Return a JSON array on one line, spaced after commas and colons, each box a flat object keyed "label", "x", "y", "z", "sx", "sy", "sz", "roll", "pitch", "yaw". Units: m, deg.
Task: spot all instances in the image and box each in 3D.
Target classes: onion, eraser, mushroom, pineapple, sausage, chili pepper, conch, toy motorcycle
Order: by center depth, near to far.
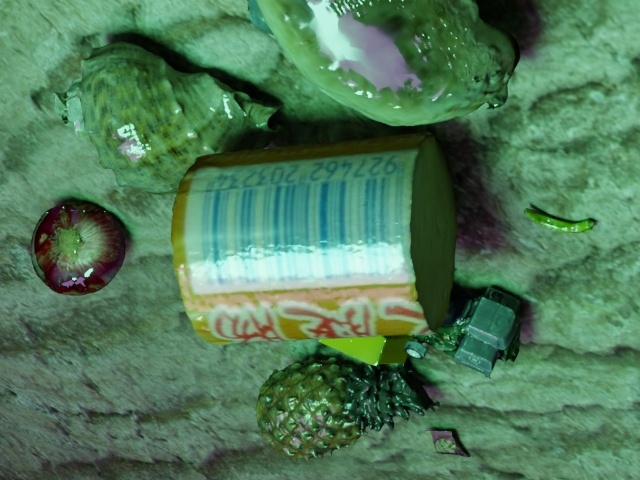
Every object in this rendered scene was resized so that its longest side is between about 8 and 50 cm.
[{"label": "mushroom", "x": 0.048, "y": -0.246, "z": 1.249, "sx": 0.247, "sy": 0.130, "sz": 0.344, "roll": -9, "pitch": 124, "yaw": 34}, {"label": "sausage", "x": 0.000, "y": 0.000, "z": 1.508, "sx": 0.287, "sy": 0.233, "sz": 0.233, "roll": -5, "pitch": 136, "yaw": 18}, {"label": "chili pepper", "x": 0.276, "y": -0.023, "z": 1.508, "sx": 0.083, "sy": 0.017, "sz": 0.030, "roll": 10, "pitch": 141, "yaw": 26}, {"label": "conch", "x": -0.201, "y": -0.133, "z": 1.625, "sx": 0.291, "sy": 0.159, "sz": 0.210, "roll": 15, "pitch": 143, "yaw": 21}, {"label": "toy motorcycle", "x": 0.131, "y": 0.077, "z": 1.676, "sx": 0.275, "sy": 0.124, "sz": 0.187, "roll": 22, "pitch": 156, "yaw": 11}, {"label": "eraser", "x": 0.064, "y": 0.138, "z": 1.816, "sx": 0.097, "sy": 0.045, "sz": 0.122, "roll": 21, "pitch": -175, "yaw": 20}, {"label": "pineapple", "x": 0.044, "y": 0.241, "z": 1.950, "sx": 0.279, "sy": 0.157, "sz": 0.158, "roll": -17, "pitch": 125, "yaw": 34}, {"label": "onion", "x": -0.365, "y": 0.015, "z": 2.021, "sx": 0.150, "sy": 0.150, "sz": 0.140, "roll": 24, "pitch": 178, "yaw": 13}]

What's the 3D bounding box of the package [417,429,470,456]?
[{"label": "package", "x": 0.192, "y": 0.317, "z": 2.028, "sx": 0.059, "sy": 0.029, "sz": 0.083, "roll": -3, "pitch": 145, "yaw": 32}]

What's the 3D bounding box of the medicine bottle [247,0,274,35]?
[{"label": "medicine bottle", "x": 0.024, "y": -0.236, "z": 1.395, "sx": 0.209, "sy": 0.053, "sz": 0.090, "roll": 19, "pitch": 143, "yaw": 13}]
